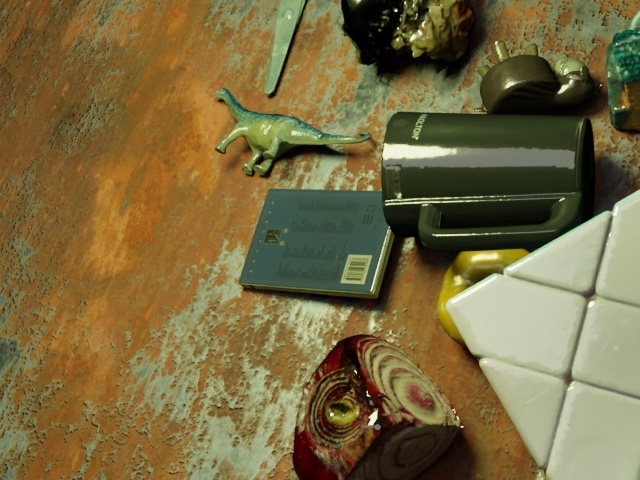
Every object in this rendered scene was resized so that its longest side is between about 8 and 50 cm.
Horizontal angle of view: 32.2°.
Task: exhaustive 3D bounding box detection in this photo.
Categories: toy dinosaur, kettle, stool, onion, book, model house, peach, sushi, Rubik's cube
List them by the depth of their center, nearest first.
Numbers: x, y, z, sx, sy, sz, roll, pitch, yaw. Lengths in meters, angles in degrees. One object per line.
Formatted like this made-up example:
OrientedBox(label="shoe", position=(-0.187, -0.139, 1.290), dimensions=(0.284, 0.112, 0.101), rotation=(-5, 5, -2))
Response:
OrientedBox(label="Rubik's cube", position=(0.380, 0.151, 1.433), dimensions=(0.322, 0.316, 0.319), rotation=(-31, 77, 6))
OrientedBox(label="onion", position=(0.057, 0.264, 1.626), dimensions=(0.206, 0.216, 0.207), rotation=(-49, 49, 19))
OrientedBox(label="model house", position=(0.549, -0.314, 1.681), dimensions=(0.253, 0.291, 0.184), rotation=(-7, 66, 19))
OrientedBox(label="peach", position=(0.265, 0.088, 1.689), dimensions=(0.179, 0.103, 0.179), rotation=(-7, 64, 15))
OrientedBox(label="kettle", position=(0.257, -0.099, 1.709), dimensions=(0.308, 0.262, 0.203), rotation=(1, 99, 21))
OrientedBox(label="stool", position=(0.354, -0.263, 1.834), dimensions=(0.217, 0.125, 0.121), rotation=(-12, 57, 5))
OrientedBox(label="book", position=(0.000, 0.000, 1.874), dimensions=(0.269, 0.025, 0.191), rotation=(3, 64, 32))
OrientedBox(label="sushi", position=(0.161, -0.415, 1.943), dimensions=(0.218, 0.225, 0.238), rotation=(13, 101, 18))
OrientedBox(label="toy dinosaur", position=(-0.087, -0.191, 2.003), dimensions=(0.363, 0.076, 0.147), rotation=(18, 65, 33))

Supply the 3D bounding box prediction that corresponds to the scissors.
OrientedBox(label="scissors", position=(-0.053, -0.473, 2.168), dimensions=(0.192, 0.029, 0.447), rotation=(2, 64, 24))
